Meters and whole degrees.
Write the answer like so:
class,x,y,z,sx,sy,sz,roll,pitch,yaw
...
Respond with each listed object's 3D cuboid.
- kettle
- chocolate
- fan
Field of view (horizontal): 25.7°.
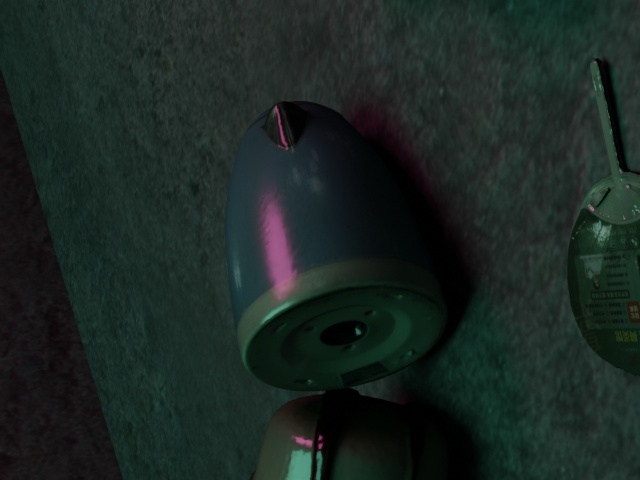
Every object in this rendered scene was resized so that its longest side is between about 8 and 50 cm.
class,x,y,z,sx,sy,sz,roll,pitch,yaw
kettle,0.000,0.000,1.749,0.319,0.247,0.342,74,-179,-57
chocolate,0.044,0.282,1.729,0.283,0.283,0.186,12,94,63
fan,0.306,0.001,1.319,0.223,0.012,0.294,42,137,52
